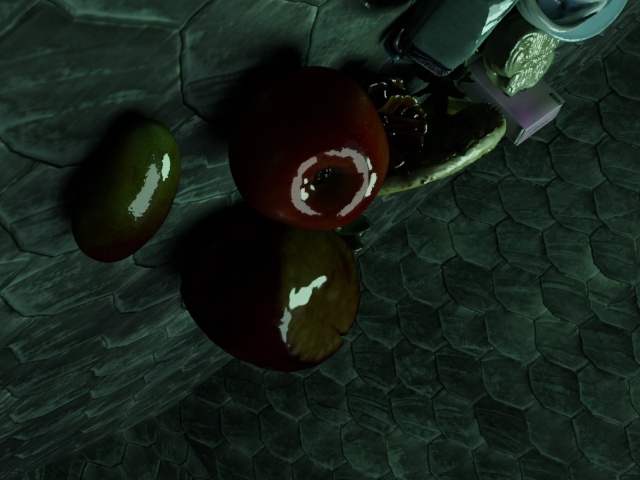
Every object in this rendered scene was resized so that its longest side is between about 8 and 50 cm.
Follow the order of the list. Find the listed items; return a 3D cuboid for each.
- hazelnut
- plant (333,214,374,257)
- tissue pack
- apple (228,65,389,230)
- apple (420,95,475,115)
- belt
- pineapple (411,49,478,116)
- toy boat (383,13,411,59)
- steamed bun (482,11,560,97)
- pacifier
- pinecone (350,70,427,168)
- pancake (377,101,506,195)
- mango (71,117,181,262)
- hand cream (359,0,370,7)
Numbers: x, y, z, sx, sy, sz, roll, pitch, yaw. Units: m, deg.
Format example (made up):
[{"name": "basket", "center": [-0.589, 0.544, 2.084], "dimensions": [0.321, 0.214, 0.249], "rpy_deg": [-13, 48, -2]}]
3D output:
[{"name": "hazelnut", "center": [-0.105, 0.103, 1.312], "dimensions": [0.402, 0.402, 0.429], "rpy_deg": [-43, 144, 23]}, {"name": "plant", "center": [0.000, 0.000, 1.579], "dimensions": [0.213, 0.215, 0.312], "rpy_deg": [-35, 174, -33]}, {"name": "tissue pack", "center": [0.519, -0.402, 1.526], "dimensions": [0.148, 0.246, 0.092], "rpy_deg": [-36, 164, -8]}, {"name": "apple", "center": [-0.013, -0.142, 0.889], "dimensions": [0.260, 0.216, 0.260], "rpy_deg": [-7, 127, -9]}, {"name": "apple", "center": [0.408, -0.333, 1.633], "dimensions": [0.254, 0.179, 0.346], "rpy_deg": [6, -170, 42]}, {"name": "belt", "center": [0.241, -0.394, 0.825], "dimensions": [0.325, 0.122, 0.260], "rpy_deg": [-40, -161, 55]}, {"name": "pineapple", "center": [0.258, -0.377, 1.173], "dimensions": [0.130, 0.119, 0.277], "rpy_deg": [-9, 164, 1]}, {"name": "toy boat", "center": [0.178, -0.389, 1.025], "dimensions": [0.137, 0.060, 0.061], "rpy_deg": [-40, -166, 5]}, {"name": "steamed bun", "center": [0.491, -0.483, 1.394], "dimensions": [0.218, 0.144, 0.211], "rpy_deg": [-31, 151, -30]}, {"name": "pacifier", "center": [0.424, -0.509, 1.008], "dimensions": [0.244, 0.299, 0.233], "rpy_deg": [-31, -153, 4]}, {"name": "pinecone", "center": [0.098, -0.224, 1.077], "dimensions": [0.202, 0.201, 0.229], "rpy_deg": [-52, 145, 17]}, {"name": "pancake", "center": [0.228, -0.207, 1.236], "dimensions": [0.382, 0.071, 0.382], "rpy_deg": [-23, -157, 10]}, {"name": "mango", "center": [-0.277, -0.055, 0.786], "dimensions": [0.133, 0.111, 0.267], "rpy_deg": [-8, 145, -46]}, {"name": "hand cream", "center": [0.118, -0.415, 0.774], "dimensions": [0.194, 0.042, 0.067], "rpy_deg": [-48, 157, 21]}]
